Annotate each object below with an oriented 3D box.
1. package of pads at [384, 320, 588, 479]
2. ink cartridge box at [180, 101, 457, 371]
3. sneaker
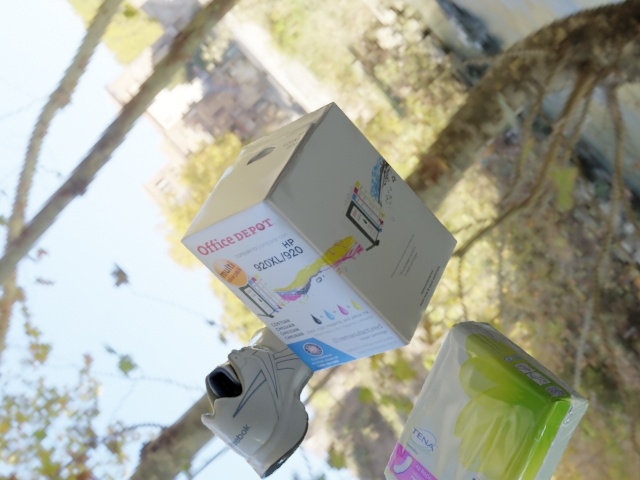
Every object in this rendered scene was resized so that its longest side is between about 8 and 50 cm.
[{"bbox_3d":[0.236,0.293,1.610,0.101,0.297,0.229,7,-157,-42],"label":"package of pads"},{"bbox_3d":[0.000,0.000,1.227,0.233,0.168,0.171,46,140,-19],"label":"ink cartridge box"},{"bbox_3d":[-0.083,0.181,1.429,0.129,0.111,0.297,38,-164,-14],"label":"sneaker"}]
